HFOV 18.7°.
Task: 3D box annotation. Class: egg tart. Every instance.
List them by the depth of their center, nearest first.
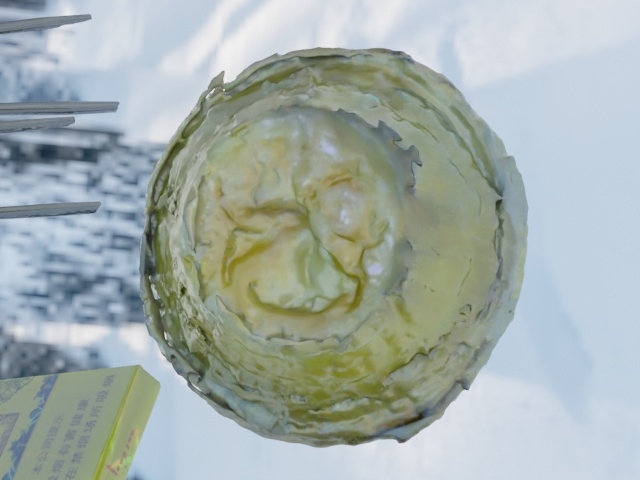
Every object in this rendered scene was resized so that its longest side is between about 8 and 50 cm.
[{"bbox_3d":[0.000,0.000,1.417,0.120,0.315,0.315,25,-112,-74],"label":"egg tart"}]

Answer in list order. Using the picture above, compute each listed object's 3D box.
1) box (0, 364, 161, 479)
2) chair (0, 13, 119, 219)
[{"bbox_3d":[-0.268,0.190,1.680,0.279,0.041,0.153,-8,50,39],"label":"box"},{"bbox_3d":[-0.374,-0.129,2.114,0.188,0.272,0.166,105,153,-43],"label":"chair"}]
